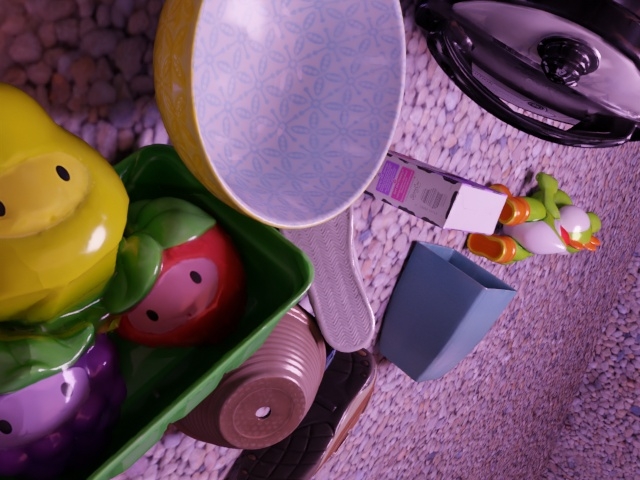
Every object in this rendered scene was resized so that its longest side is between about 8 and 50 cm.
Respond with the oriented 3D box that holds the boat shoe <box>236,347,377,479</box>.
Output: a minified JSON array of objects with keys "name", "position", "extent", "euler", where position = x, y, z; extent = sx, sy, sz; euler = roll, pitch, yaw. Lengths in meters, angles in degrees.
[{"name":"boat shoe","position":[-0.005,0.334,1.179],"extent":[0.324,0.122,0.120],"euler":[-46,146,-20]}]

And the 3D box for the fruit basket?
[{"name":"fruit basket","position":[-0.217,0.041,0.601],"extent":[0.392,0.283,0.392],"euler":[-44,160,-21]}]

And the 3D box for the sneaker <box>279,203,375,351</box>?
[{"name":"sneaker","position":[0.000,0.000,0.978],"extent":[0.108,0.169,0.293],"euler":[-12,99,-2]}]

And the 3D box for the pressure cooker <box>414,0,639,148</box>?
[{"name":"pressure cooker","position":[0.352,-0.350,0.939],"extent":[0.375,0.369,0.421],"euler":[31,85,-52]}]

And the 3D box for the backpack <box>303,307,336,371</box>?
[{"name":"backpack","position":[-0.034,0.171,1.042],"extent":[0.114,0.105,0.084],"euler":[-56,167,9]}]

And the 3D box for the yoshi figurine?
[{"name":"yoshi figurine","position":[0.477,-0.047,1.533],"extent":[0.362,0.203,0.203],"euler":[0,73,-37]}]

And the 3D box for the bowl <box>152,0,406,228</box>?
[{"name":"bowl","position":[-0.060,-0.166,0.660],"extent":[0.289,0.156,0.290],"euler":[-20,116,-46]}]

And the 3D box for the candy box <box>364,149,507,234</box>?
[{"name":"candy box","position":[0.154,-0.079,1.023],"extent":[0.164,0.196,0.070],"euler":[4,110,-53]}]

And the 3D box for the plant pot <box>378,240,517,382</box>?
[{"name":"plant pot","position":[0.228,0.148,1.320],"extent":[0.165,0.165,0.234],"euler":[10,114,-54]}]

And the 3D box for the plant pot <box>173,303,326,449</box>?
[{"name":"plant pot","position":[-0.092,0.194,0.898],"extent":[0.237,0.110,0.238],"euler":[-10,118,-18]}]
